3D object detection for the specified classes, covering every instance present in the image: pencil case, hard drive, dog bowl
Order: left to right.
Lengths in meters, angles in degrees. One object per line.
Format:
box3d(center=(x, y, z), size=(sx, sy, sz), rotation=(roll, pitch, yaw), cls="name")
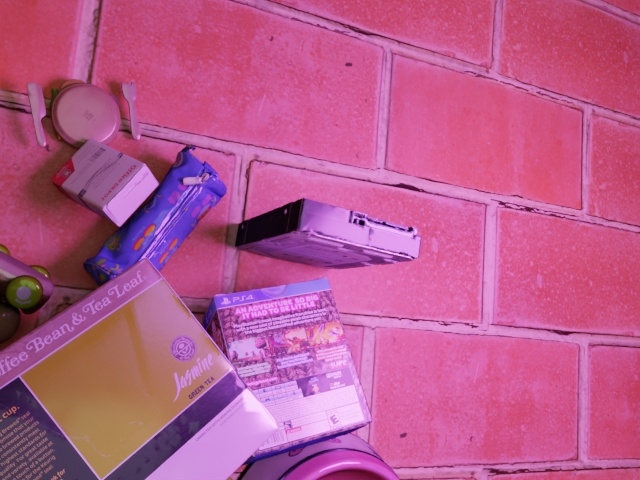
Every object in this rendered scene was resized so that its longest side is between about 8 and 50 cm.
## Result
box3d(center=(-0.297, -0.030, 1.108), size=(0.119, 0.133, 0.306), rotation=(41, 70, -16), cls="pencil case")
box3d(center=(0.000, 0.000, 1.130), size=(0.237, 0.339, 0.064), rotation=(13, 78, -24), cls="hard drive")
box3d(center=(0.018, 0.589, 1.178), size=(0.408, 0.150, 0.407), rotation=(3, 84, -25), cls="dog bowl")

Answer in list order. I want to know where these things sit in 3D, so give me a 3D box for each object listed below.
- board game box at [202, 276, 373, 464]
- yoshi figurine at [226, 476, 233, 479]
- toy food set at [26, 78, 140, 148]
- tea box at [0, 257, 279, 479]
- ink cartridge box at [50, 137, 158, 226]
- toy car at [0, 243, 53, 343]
box3d(center=(-0.071, 0.241, 1.127), size=(0.232, 0.141, 0.290), rotation=(-7, 67, -24), cls="board game box")
box3d(center=(-0.278, 0.498, 1.014), size=(0.362, 0.203, 0.203), rotation=(-36, 60, -16), cls="yoshi figurine")
box3d(center=(-0.440, -0.236, 1.121), size=(0.192, 0.039, 0.132), rotation=(-9, 95, -31), cls="toy food set")
box3d(center=(-0.306, 0.260, 0.858), size=(0.329, 0.220, 0.323), rotation=(-37, 91, -33), cls="tea box")
box3d(center=(-0.383, -0.104, 1.066), size=(0.151, 0.063, 0.109), rotation=(26, 67, 26), cls="ink cartridge box")
box3d(center=(-0.547, 0.113, 0.973), size=(0.149, 0.155, 0.188), rotation=(34, 84, -18), cls="toy car")
